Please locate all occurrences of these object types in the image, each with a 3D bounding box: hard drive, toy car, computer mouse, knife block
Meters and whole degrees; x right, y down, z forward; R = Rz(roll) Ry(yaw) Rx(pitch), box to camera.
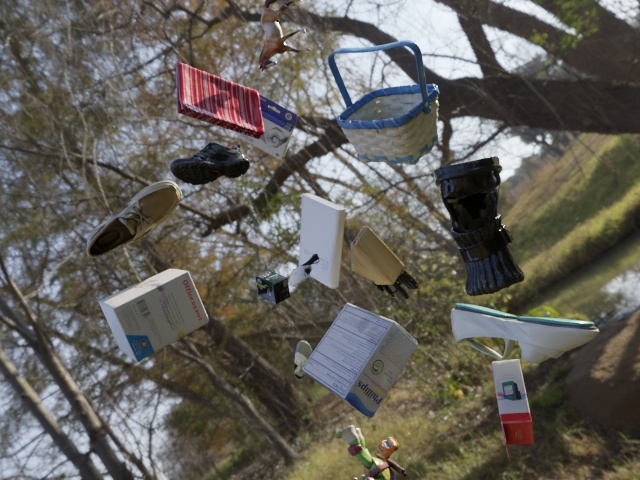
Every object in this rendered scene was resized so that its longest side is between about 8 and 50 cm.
[{"bbox_3d":[0.000,0.000,1.895,0.040,0.203,0.307,-16,-60,-39],"label":"hard drive"},{"bbox_3d":[0.174,0.556,1.286,0.060,0.122,0.040,-38,-47,23],"label":"toy car"},{"bbox_3d":[-0.062,0.099,1.724,0.106,0.042,0.193,-30,8,13],"label":"computer mouse"},{"bbox_3d":[0.229,0.094,1.783,0.088,0.242,0.275,-56,-21,-24],"label":"knife block"}]

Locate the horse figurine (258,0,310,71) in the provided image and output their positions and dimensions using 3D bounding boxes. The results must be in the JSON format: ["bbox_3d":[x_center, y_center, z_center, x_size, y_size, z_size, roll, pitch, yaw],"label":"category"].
[{"bbox_3d":[-0.135,-0.701,1.690,0.175,0.263,0.066,-11,0,18],"label":"horse figurine"}]

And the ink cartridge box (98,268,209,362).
[{"bbox_3d":[-0.482,0.207,1.498,0.233,0.171,0.168,-27,17,-33],"label":"ink cartridge box"}]

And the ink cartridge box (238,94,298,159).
[{"bbox_3d":[-0.225,-0.479,2.168,0.045,0.223,0.224,-58,-5,-46],"label":"ink cartridge box"}]

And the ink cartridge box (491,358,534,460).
[{"bbox_3d":[0.525,0.459,1.396,0.078,0.231,0.134,-10,-47,17],"label":"ink cartridge box"}]

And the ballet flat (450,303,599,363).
[{"bbox_3d":[0.505,0.247,1.317,0.139,0.139,0.400,-32,19,-32],"label":"ballet flat"}]

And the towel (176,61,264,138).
[{"bbox_3d":[-0.299,-0.422,1.551,0.275,0.198,0.031,11,-35,-35],"label":"towel"}]

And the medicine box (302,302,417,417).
[{"bbox_3d":[0.127,0.387,1.707,0.289,0.149,0.263,-55,30,-13],"label":"medicine box"}]

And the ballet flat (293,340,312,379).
[{"bbox_3d":[-0.071,0.474,1.999,0.068,0.072,0.213,-55,-21,-40],"label":"ballet flat"}]

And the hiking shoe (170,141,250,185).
[{"bbox_3d":[-0.325,-0.229,1.485,0.227,0.114,0.086,-8,-39,-27],"label":"hiking shoe"}]

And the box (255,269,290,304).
[{"bbox_3d":[-0.130,0.125,1.393,0.052,0.083,0.062,-24,-61,-37],"label":"box"}]

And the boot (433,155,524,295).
[{"bbox_3d":[0.336,-0.019,1.073,0.131,0.260,0.348,-14,-11,16],"label":"boot"}]

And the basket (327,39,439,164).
[{"bbox_3d":[0.156,-0.338,1.263,0.201,0.255,0.289,-48,-48,-27],"label":"basket"}]

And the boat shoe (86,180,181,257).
[{"bbox_3d":[-0.516,-0.053,1.427,0.302,0.109,0.098,-34,23,-2],"label":"boat shoe"}]

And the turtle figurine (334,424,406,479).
[{"bbox_3d":[0.117,0.757,1.652,0.198,0.266,0.274,6,-47,-44],"label":"turtle figurine"}]
